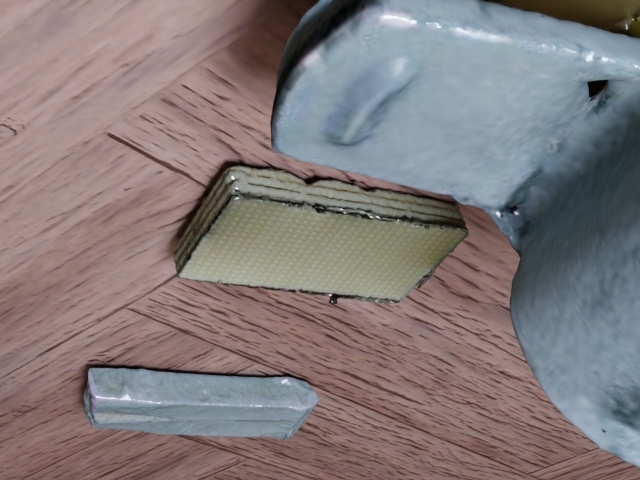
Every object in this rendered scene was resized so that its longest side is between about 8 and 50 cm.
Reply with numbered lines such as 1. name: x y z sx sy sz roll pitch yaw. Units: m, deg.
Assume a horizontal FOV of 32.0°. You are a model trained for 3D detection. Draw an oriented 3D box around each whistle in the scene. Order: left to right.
1. whistle: 0.174 -0.026 0.634 0.404 0.188 0.168 38 142 -3

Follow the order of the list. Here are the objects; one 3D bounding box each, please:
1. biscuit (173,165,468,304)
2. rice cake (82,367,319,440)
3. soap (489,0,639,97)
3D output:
1. biscuit: 0.000 0.000 0.855 0.199 0.041 0.121 9 142 -26
2. rice cake: -0.118 0.157 1.073 0.226 0.040 0.085 7 145 -22
3. soap: 0.198 -0.088 0.727 0.135 0.076 0.233 -22 144 22
